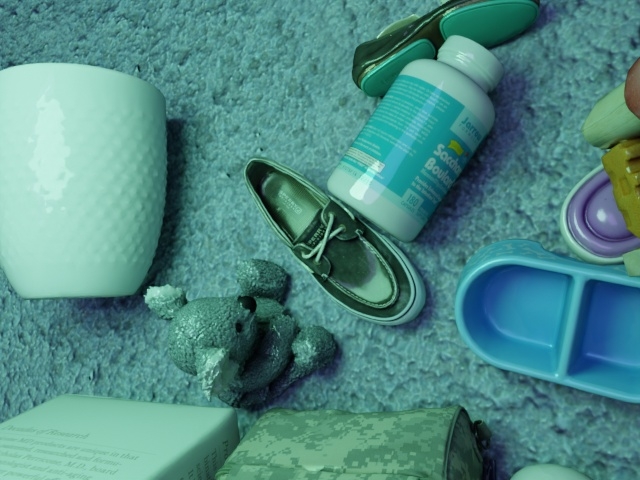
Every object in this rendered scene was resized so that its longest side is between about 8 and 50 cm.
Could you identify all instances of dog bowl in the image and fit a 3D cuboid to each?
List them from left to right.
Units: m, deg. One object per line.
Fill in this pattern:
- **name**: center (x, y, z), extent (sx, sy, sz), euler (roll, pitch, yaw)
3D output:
- **dog bowl**: center (0.297, 0.095, 0.699), extent (0.297, 0.074, 0.166), euler (12, 101, 26)

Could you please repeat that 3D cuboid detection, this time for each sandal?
- **sandal**: center (0.464, -0.124, 0.684), extent (0.416, 0.102, 0.169), euler (-47, 65, 9)

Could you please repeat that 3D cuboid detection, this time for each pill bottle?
- **pill bottle**: center (0.135, -0.140, 0.807), extent (0.146, 0.146, 0.264), euler (36, 94, 26)

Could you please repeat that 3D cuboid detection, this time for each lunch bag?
- **lunch bag**: center (0.040, 0.311, 0.703), extent (0.305, 0.213, 0.256), euler (-7, 33, 24)

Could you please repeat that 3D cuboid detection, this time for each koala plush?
- **koala plush**: center (-0.130, 0.139, 0.818), extent (0.203, 0.221, 0.196), euler (-43, 66, 9)

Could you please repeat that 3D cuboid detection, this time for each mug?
- **mug**: center (-0.414, -0.067, 0.988), extent (0.374, 0.276, 0.328), euler (-11, 80, 52)

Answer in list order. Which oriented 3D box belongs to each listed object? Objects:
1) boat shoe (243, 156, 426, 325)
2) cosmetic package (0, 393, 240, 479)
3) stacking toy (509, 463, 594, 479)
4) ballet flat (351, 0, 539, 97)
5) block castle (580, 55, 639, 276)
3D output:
- **boat shoe**: center (0.000, 0.000, 0.849), extent (0.335, 0.119, 0.121), euler (39, 95, 26)
- **cosmetic package**: center (-0.311, 0.414, 0.695), extent (0.327, 0.393, 0.330), euler (-2, 98, 23)
- **stacking toy**: center (0.358, 0.396, 0.539), extent (0.480, 0.350, 0.351), euler (38, 95, 41)
- **ballet flat**: center (0.168, -0.310, 0.866), extent (0.280, 0.095, 0.096), euler (-20, 59, 18)
- **block castle**: center (0.458, 0.018, 0.512), extent (0.303, 0.213, 0.453), euler (-15, 84, -3)
